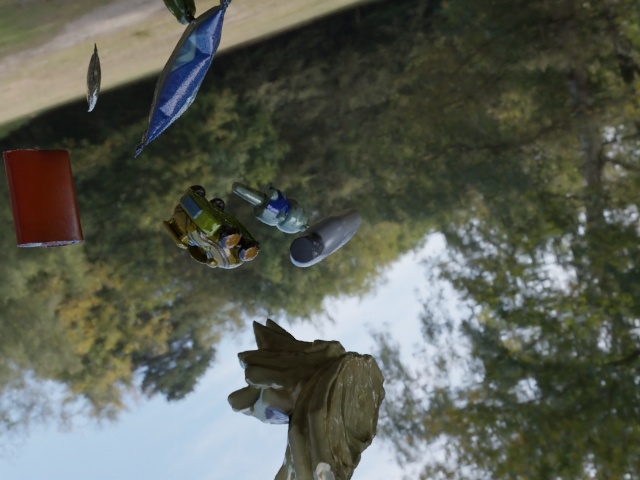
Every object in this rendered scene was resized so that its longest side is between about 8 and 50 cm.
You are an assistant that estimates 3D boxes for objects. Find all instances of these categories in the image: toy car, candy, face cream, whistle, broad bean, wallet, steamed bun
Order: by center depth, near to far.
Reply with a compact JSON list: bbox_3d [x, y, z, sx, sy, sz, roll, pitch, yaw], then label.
[{"bbox_3d":[-0.027,0.254,1.454,0.189,0.247,0.428,-5,-167,16],"label":"steamed bun"},{"bbox_3d":[-0.255,-0.436,1.472,0.048,0.213,0.070,-31,158,16],"label":"broad bean"},{"bbox_3d":[-0.249,-0.306,1.607,0.331,0.077,0.187,-60,-167,10],"label":"candy"},{"bbox_3d":[0.000,0.000,1.818,0.144,0.071,0.291,-39,178,18],"label":"face cream"},{"bbox_3d":[-0.574,-0.088,1.821,0.142,0.204,0.045,-5,169,-40],"label":"wallet"},{"bbox_3d":[-0.268,-0.015,2.130,0.142,0.248,0.200,-45,-127,5],"label":"toy car"},{"bbox_3d":[-0.120,-0.088,2.240,0.092,0.244,0.110,-51,-150,15],"label":"whistle"}]

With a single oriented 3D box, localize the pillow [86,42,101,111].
[{"bbox_3d":[-0.526,-0.375,2.037,0.033,0.130,0.217,4,178,-15],"label":"pillow"}]
